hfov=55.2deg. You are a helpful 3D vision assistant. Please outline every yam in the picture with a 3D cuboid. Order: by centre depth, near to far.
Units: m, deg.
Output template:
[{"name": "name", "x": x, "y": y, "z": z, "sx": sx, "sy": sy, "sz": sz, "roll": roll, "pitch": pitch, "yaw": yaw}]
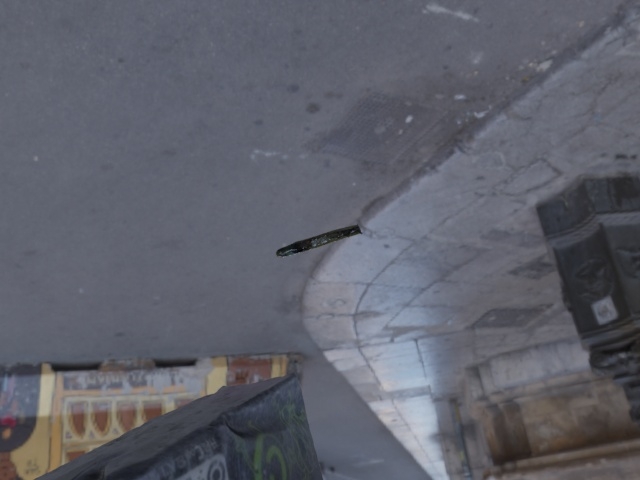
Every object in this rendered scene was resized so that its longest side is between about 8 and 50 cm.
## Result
[{"name": "yam", "x": 0.000, "y": 0.000, "z": 0.650, "sx": 0.107, "sy": 0.014, "sz": 0.014, "roll": -17, "pitch": 162, "yaw": -29}]

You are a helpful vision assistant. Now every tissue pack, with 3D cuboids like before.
[{"name": "tissue pack", "x": -0.072, "y": 0.341, "z": 0.510, "sx": 0.124, "sy": 0.395, "sz": 0.288, "roll": -16, "pitch": 177, "yaw": 24}]
